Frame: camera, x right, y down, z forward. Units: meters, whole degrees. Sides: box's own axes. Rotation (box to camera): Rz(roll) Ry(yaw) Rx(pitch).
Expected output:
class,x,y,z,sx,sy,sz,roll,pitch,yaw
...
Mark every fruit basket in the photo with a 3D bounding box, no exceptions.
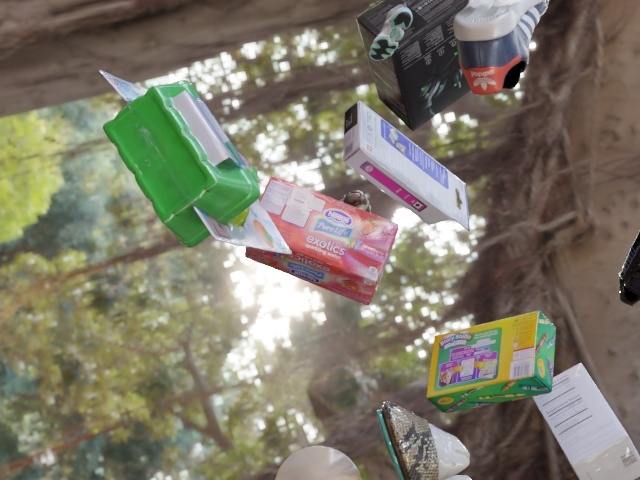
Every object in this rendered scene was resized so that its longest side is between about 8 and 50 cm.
class,x,y,z,sx,sy,sz,roll,pitch,yaw
fruit basket,-0.180,-0.124,1.777,0.327,0.165,0.353,56,18,14

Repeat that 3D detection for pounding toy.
class,x,y,z,sx,sy,sz,roll,pitch,yaw
pounding toy,0.017,0.546,2.301,0.237,0.183,0.110,31,-27,18

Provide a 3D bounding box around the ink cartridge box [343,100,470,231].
class,x,y,z,sx,sy,sz,roll,pitch,yaw
ink cartridge box,0.204,-0.161,2.603,0.069,0.371,0.176,-39,-148,33

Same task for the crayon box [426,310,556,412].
class,x,y,z,sx,sy,sz,roll,pitch,yaw
crayon box,0.374,0.270,2.439,0.278,0.081,0.165,-18,-135,36

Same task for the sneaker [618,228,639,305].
class,x,y,z,sx,sy,sz,roll,pitch,yaw
sneaker,0.569,0.038,1.915,0.081,0.090,0.232,23,-22,16

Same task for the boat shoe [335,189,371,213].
class,x,y,z,sx,sy,sz,roll,pitch,yaw
boat shoe,0.010,-0.024,2.741,0.095,0.257,0.095,-109,174,-50

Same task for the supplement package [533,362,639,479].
class,x,y,z,sx,sy,sz,roll,pitch,yaw
supplement package,0.572,0.407,2.380,0.139,0.134,0.244,56,7,-34

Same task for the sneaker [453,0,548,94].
class,x,y,z,sx,sy,sz,roll,pitch,yaw
sneaker,0.312,-0.344,1.902,0.131,0.350,0.148,3,-66,27

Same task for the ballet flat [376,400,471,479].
class,x,y,z,sx,sy,sz,roll,pitch,yaw
ballet flat,0.228,0.503,2.294,0.164,0.182,0.483,-104,-176,-56

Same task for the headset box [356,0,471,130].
class,x,y,z,sx,sy,sz,roll,pitch,yaw
headset box,0.232,-0.399,2.291,0.131,0.246,0.283,49,-10,34

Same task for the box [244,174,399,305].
class,x,y,z,sx,sy,sz,roll,pitch,yaw
box,0.000,0.000,2.382,0.142,0.300,0.154,99,13,-65

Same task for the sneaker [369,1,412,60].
class,x,y,z,sx,sy,sz,roll,pitch,yaw
sneaker,0.111,-0.335,1.763,0.098,0.038,0.069,-49,-160,23
